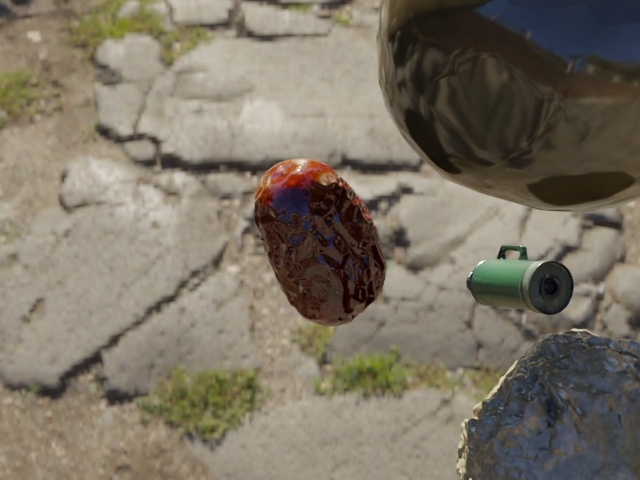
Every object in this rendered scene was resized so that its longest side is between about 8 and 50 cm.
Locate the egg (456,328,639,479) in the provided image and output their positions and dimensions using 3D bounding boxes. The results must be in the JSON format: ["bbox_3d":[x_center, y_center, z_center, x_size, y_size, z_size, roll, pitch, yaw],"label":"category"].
[{"bbox_3d":[0.274,0.216,1.417,0.279,0.279,0.310,36,18,30],"label":"egg"}]

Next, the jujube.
[{"bbox_3d":[0.000,0.000,1.412,0.109,0.176,0.112,-17,32,11],"label":"jujube"}]

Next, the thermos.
[{"bbox_3d":[0.263,0.056,1.985,0.073,0.083,0.188,-25,12,-24],"label":"thermos"}]

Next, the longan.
[{"bbox_3d":[0.231,-0.200,1.340,0.405,0.336,0.404,-19,17,6],"label":"longan"}]
